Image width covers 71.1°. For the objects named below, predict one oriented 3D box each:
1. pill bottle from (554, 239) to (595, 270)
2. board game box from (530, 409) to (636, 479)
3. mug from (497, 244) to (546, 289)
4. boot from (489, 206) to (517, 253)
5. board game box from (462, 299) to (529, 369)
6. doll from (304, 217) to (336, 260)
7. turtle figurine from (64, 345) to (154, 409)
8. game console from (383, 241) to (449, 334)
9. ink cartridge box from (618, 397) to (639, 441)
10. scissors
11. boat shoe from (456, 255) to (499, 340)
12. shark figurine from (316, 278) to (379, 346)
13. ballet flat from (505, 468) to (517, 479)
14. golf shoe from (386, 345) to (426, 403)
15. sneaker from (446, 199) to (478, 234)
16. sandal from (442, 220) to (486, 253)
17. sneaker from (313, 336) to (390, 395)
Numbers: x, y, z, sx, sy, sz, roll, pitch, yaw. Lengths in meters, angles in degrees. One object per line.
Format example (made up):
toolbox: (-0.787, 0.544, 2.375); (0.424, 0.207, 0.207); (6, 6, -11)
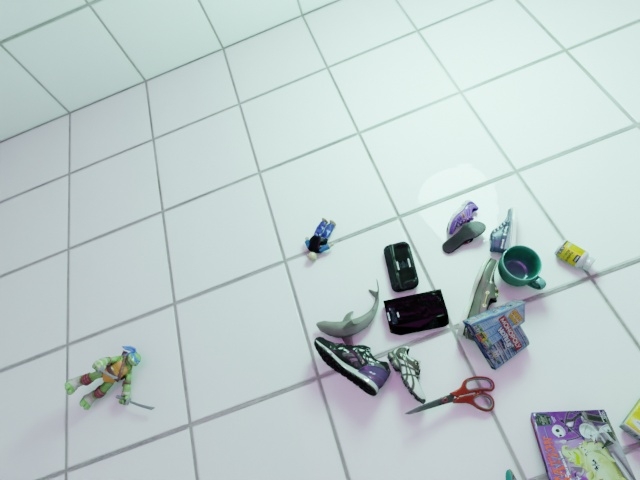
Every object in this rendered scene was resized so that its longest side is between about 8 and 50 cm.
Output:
pill bottle: (0.880, 0.053, 1.548); (0.116, 0.065, 0.065); (38, 77, 29)
board game box: (0.725, 0.629, 1.212); (0.208, 0.056, 0.346); (-11, 36, 13)
mug: (0.687, 0.106, 1.549); (0.130, 0.097, 0.157); (-7, 65, 3)
boot: (0.674, -0.042, 1.653); (0.086, 0.069, 0.189); (7, 66, 16)
board game box: (0.592, 0.288, 1.440); (0.194, 0.060, 0.194); (-34, 96, -6)
doll: (0.000, 0.000, 1.829); (0.129, 0.046, 0.188); (18, 68, 24)
turtle figurine: (-0.803, 0.540, 1.669); (0.266, 0.197, 0.274); (-29, 55, 3)
game console: (0.328, 0.163, 1.654); (0.213, 0.044, 0.361); (-12, 60, 7)
ink cartridge box: (1.073, 0.511, 1.246); (0.304, 0.072, 0.307); (38, 79, 29)
scissors: (0.413, 0.497, 1.434); (0.298, 0.021, 0.108); (-4, 66, 2)
boat shoe: (0.558, 0.199, 1.535); (0.091, 0.109, 0.304); (19, 75, 23)
shark figurine: (0.131, 0.277, 1.606); (0.278, 0.116, 0.166); (-35, 60, -3)
ballet flat: (0.558, 0.725, 1.291); (0.041, 0.041, 0.114); (1, 63, 16)
golf shoe: (0.306, 0.441, 1.488); (0.094, 0.077, 0.198); (-31, 60, -3)
sneaker: (0.545, -0.085, 1.717); (0.071, 0.068, 0.170); (38, 77, 21)
sandal: (0.542, -0.011, 1.696); (0.179, 0.040, 0.067); (-36, 54, 12)
sneaker: (0.111, 0.409, 1.561); (0.283, 0.107, 0.124); (32, 60, 24)
